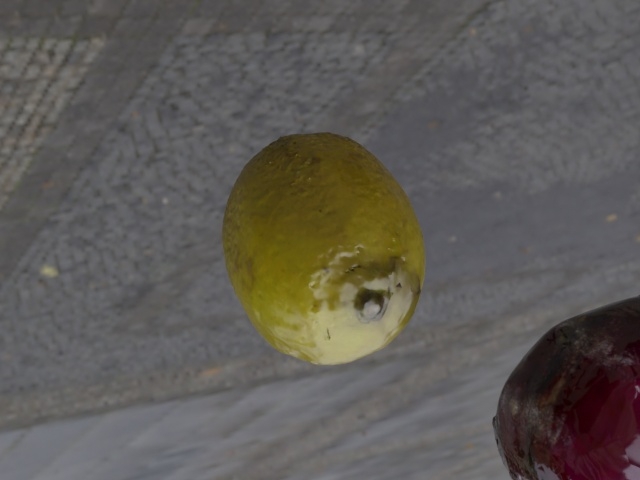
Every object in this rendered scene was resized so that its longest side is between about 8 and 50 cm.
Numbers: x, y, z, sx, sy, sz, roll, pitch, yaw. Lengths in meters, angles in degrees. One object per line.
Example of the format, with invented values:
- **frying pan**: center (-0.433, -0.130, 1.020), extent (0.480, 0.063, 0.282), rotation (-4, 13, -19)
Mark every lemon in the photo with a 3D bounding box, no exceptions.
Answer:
- **lemon**: center (0.000, 0.000, 0.550), extent (0.082, 0.111, 0.082), rotation (-12, 138, -11)

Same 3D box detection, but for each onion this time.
- **onion**: center (0.201, 0.090, 0.733), extent (0.173, 0.135, 0.198), rotation (35, 90, -32)
